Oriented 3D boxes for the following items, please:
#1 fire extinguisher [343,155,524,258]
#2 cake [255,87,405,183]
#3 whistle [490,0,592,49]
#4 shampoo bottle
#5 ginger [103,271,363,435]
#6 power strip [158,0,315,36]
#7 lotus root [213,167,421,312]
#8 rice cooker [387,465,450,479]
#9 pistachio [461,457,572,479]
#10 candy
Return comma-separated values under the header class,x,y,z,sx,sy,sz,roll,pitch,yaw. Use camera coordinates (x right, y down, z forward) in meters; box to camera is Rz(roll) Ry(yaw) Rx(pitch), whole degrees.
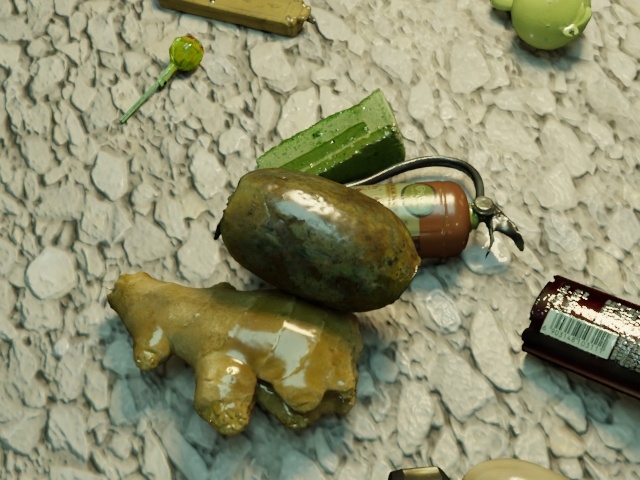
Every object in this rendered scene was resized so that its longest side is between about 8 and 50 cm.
class,x,y,z,sx,sy,sz,roll,pitch,yaw
fire extinguisher,0.102,-0.055,1.609,0.376,0.113,0.200,-2,66,2
cake,0.012,-0.146,1.687,0.235,0.099,0.100,-17,57,-7
whistle,0.353,-0.432,1.829,0.141,0.141,0.294,-20,58,-10
shampoo bottle,0.437,0.153,1.452,0.323,0.084,0.129,21,65,28
ginger,-0.130,0.160,1.501,0.375,0.166,0.236,-2,68,20
power strip,-0.150,-0.409,1.892,0.305,0.044,0.064,15,59,13
lotus root,0.000,0.000,1.466,0.275,0.152,0.160,22,98,-4
rice cooker,0.128,0.361,1.354,0.106,0.112,0.165,-11,58,-11
pistachio,0.272,0.347,1.348,0.215,0.144,0.144,23,61,9
candy,-0.267,-0.265,1.808,0.058,0.062,0.194,47,74,-21
